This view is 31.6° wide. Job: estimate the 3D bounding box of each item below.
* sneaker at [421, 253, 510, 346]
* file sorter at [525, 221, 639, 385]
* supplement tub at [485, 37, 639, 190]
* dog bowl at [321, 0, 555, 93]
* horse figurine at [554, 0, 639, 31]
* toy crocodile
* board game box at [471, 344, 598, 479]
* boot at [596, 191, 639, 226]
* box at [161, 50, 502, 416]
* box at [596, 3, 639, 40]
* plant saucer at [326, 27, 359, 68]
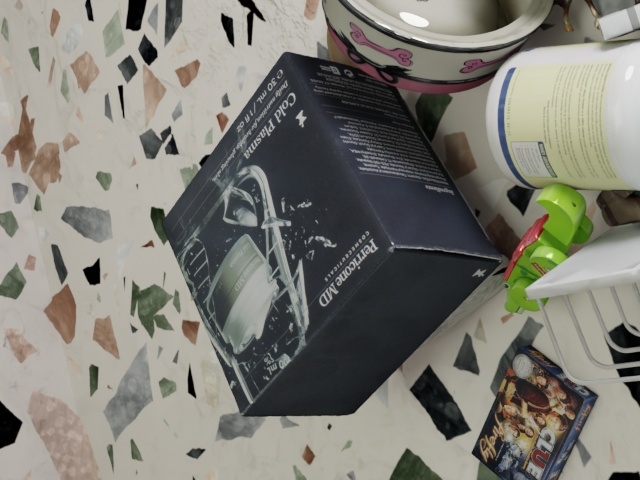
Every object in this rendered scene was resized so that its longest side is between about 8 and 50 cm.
[{"bbox_3d":[0.199,0.045,2.147,0.323,0.130,0.236,-47,65,45],"label":"sneaker"},{"bbox_3d":[0.487,0.086,1.720,0.193,0.278,0.173,-15,99,46],"label":"file sorter"},{"bbox_3d":[0.450,-0.195,1.780,0.325,0.235,0.235,4,98,46],"label":"supplement tub"},{"bbox_3d":[0.185,-0.420,1.942,0.408,0.408,0.150,56,152,27],"label":"dog bowl"},{"bbox_3d":[0.479,-0.430,1.847,0.263,0.066,0.174,9,108,43],"label":"horse figurine"},{"bbox_3d":[0.369,0.025,1.903,0.105,0.115,0.340,31,155,9],"label":"toy crocodile"},{"bbox_3d":[0.383,0.335,2.048,0.165,0.042,0.243,38,120,38],"label":"board game box"},{"bbox_3d":[0.510,-0.046,1.878,0.087,0.042,0.118,-44,63,48],"label":"boot"},{"bbox_3d":[0.000,0.000,2.089,0.480,0.297,0.471,-50,52,31],"label":"box"},{"bbox_3d":[0.523,-0.354,1.709,0.186,0.145,0.038,-20,94,26],"label":"box"},{"bbox_3d":[0.106,-0.443,2.216,0.278,0.041,0.278,-22,64,53],"label":"plant saucer"}]
